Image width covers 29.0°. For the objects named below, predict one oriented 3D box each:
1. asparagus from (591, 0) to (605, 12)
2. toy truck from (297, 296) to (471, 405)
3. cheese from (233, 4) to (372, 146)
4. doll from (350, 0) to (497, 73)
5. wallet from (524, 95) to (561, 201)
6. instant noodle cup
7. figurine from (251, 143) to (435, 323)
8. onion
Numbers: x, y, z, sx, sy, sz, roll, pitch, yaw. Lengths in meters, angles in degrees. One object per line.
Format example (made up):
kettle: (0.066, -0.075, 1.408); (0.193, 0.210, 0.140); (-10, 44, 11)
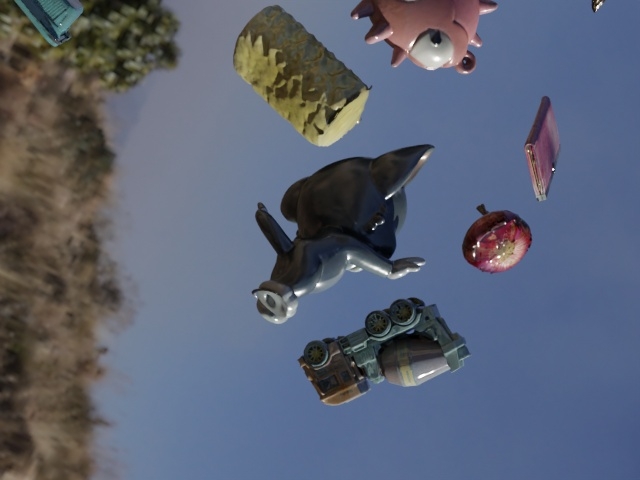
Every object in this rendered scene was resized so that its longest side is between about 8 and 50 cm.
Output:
asparagus: (0.577, -0.532, 2.463); (0.036, 0.030, 0.165); (-14, 131, -49)
toy truck: (0.103, 0.185, 1.991); (0.257, 0.140, 0.108); (-27, 173, 13)
cheese: (-0.026, -0.203, 1.548); (0.094, 0.167, 0.123); (-43, 168, -17)
doll: (0.130, -0.336, 1.661); (0.211, 0.262, 0.093); (-31, -171, -21)
wallet: (0.417, -0.176, 2.308); (0.025, 0.119, 0.232); (-8, -155, 22)
instant noodle cup: (-0.469, -0.414, 2.100); (0.070, 0.157, 0.179); (-38, -166, 6)
figurine: (-0.004, -0.002, 1.332); (0.193, 0.140, 0.265); (-17, -175, 44)
onion: (0.351, -0.017, 2.536); (0.150, 0.150, 0.140); (-57, -141, 27)
